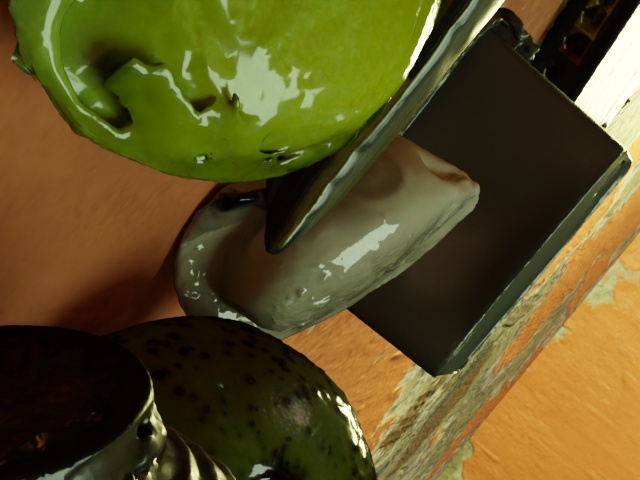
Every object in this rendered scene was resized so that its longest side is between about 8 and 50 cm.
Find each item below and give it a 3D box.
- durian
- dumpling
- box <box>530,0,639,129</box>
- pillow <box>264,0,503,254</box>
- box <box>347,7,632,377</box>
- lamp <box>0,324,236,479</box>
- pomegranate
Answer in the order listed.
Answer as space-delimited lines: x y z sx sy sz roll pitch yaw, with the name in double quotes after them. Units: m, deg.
-0.027 -0.096 0.635 0.250 0.101 0.139 -40 131 -40 "durian"
-0.001 0.001 0.983 0.176 0.092 0.150 -35 160 -39 "dumpling"
0.257 -0.195 1.366 0.211 0.058 0.350 -36 162 -48 "box"
0.038 -0.105 0.800 0.208 0.052 0.212 -50 -167 16 "pillow"
0.099 -0.024 1.154 0.243 0.135 0.163 -51 167 5 "box"
-0.131 0.161 0.704 0.247 0.247 0.247 -46 166 -15 "lamp"
-0.083 0.149 0.937 0.214 0.214 0.248 -44 -170 -23 "pomegranate"
